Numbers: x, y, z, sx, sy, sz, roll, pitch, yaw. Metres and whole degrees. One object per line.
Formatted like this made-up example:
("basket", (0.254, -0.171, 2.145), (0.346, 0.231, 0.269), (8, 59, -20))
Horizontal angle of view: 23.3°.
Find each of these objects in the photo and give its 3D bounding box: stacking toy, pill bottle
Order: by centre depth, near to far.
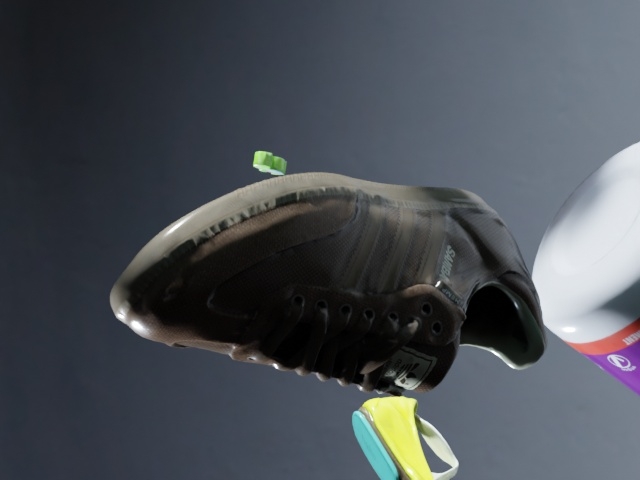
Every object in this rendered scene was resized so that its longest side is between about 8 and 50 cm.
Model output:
("pill bottle", (0.335, 0.073, 1.229), (0.323, 0.181, 0.181), (36, 134, -18))
("stacking toy", (0.000, 0.000, 1.830), (0.052, 0.221, 0.167), (-7, 70, 54))

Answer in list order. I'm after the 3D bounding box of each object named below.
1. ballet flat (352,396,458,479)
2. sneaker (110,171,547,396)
("ballet flat", (0.102, 0.239, 1.464), (0.077, 0.077, 0.231), (96, 157, -48))
("sneaker", (0.016, 0.021, 0.553), (0.071, 0.188, 0.066), (56, 130, 24))
